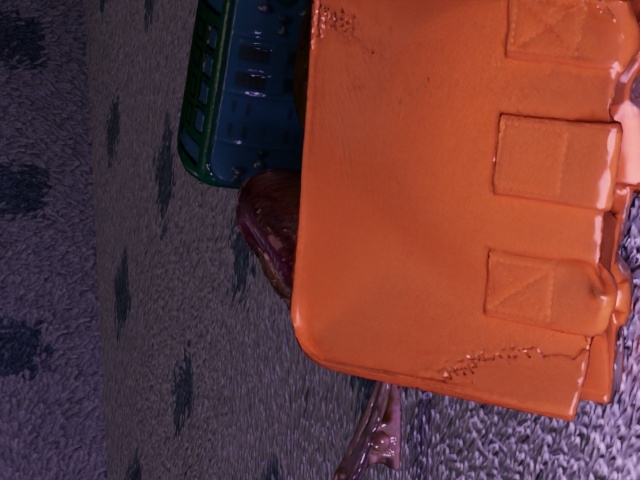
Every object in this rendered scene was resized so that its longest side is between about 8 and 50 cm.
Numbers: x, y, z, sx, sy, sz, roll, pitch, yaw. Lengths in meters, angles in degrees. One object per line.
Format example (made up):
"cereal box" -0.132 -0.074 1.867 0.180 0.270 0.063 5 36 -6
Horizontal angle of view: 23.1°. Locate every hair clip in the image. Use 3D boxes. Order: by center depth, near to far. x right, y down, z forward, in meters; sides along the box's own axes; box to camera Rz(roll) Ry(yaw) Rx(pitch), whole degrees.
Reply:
"hair clip" 0.083 0.124 1.700 0.173 0.069 0.300 -168 91 -71

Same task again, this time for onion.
"onion" 0.000 0.000 1.884 0.230 0.163 0.230 51 172 10

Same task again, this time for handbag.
"handbag" 0.130 -0.081 1.295 0.303 0.116 0.410 10 99 33

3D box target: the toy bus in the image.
"toy bus" -0.081 -0.232 2.099 0.199 0.183 0.344 -116 33 -64

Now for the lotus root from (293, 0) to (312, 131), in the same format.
"lotus root" 0.054 -0.188 1.688 0.141 0.169 0.314 -27 59 54
